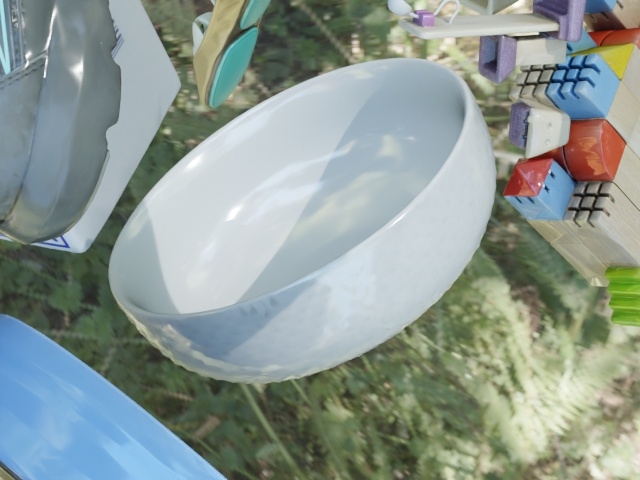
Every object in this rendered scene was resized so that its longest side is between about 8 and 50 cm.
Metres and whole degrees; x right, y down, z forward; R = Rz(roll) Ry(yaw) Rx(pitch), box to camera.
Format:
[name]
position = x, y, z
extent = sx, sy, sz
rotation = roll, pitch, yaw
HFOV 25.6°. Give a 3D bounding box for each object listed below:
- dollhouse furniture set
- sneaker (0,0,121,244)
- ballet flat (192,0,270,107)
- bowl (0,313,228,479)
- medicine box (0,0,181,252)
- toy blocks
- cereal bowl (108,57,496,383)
[dollhouse furniture set]
position = 0.053, -0.095, 0.628
extent = 0.081, 0.114, 0.091
rotation = -6, 113, -19
[sneaker]
position = -0.124, -0.136, 0.506
extent = 0.106, 0.101, 0.268
rotation = 7, 81, -28
[ballet flat]
position = -0.101, -0.247, 1.558
extent = 0.073, 0.232, 0.080
rotation = 41, 45, 11
[bowl]
position = -0.099, 0.208, 0.946
extent = 0.391, 0.391, 0.077
rotation = 47, 73, -16
[medicine box]
position = -0.274, -0.145, 0.849
extent = 0.149, 0.289, 0.263
rotation = -64, 150, -28
[toy blocks]
position = 0.317, -0.136, 1.538
extent = 0.261, 0.190, 0.381
rotation = 39, 66, -37
[cereal bowl]
position = 0.000, 0.000, 1.181
extent = 0.339, 0.339, 0.141
rotation = -37, 117, -10
